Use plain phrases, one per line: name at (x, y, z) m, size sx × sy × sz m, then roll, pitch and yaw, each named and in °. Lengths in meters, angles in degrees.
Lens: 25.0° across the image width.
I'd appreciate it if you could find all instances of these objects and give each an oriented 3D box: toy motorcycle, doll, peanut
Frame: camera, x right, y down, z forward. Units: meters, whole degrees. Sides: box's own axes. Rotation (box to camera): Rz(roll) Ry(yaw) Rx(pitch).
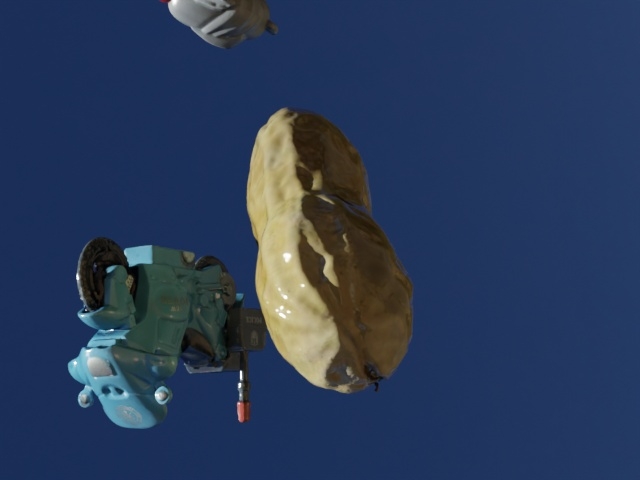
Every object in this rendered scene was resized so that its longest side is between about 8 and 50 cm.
toy motorcycle at (-0.153, 0.096, 1.442) m, size 0.272 × 0.123 × 0.182 m, roll 10°, pitch -104°, yaw -60°
doll at (-0.123, -0.239, 1.416) m, size 0.180 × 0.094 × 0.079 m, roll 15°, pitch -91°, yaw -15°
peanut at (0.000, 0.000, 1.336) m, size 0.149 × 0.149 × 0.313 m, roll 41°, pitch -154°, yaw -38°
